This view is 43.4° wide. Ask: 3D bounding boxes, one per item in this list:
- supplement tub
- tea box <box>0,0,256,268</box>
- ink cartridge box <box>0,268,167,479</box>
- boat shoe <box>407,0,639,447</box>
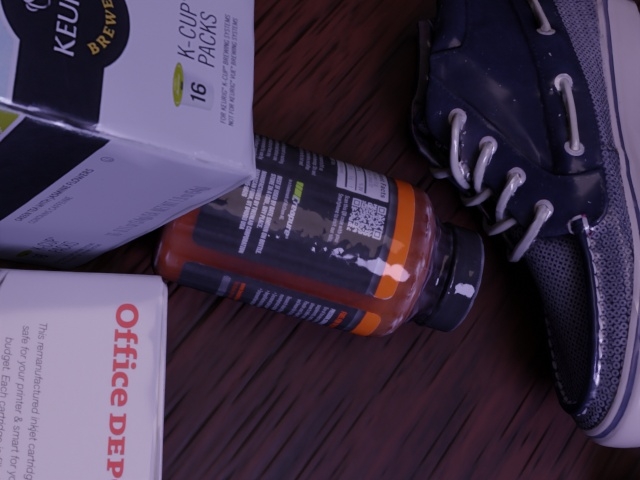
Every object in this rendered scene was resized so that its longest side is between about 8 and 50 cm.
[{"bbox_3d":[0.000,0.000,0.510,0.197,0.106,0.106,17,70,-10],"label":"supplement tub"},{"bbox_3d":[-0.215,-0.187,0.390,0.323,0.220,0.329,12,69,-37],"label":"tea box"},{"bbox_3d":[-0.191,0.094,0.440,0.203,0.086,0.148,4,72,-15],"label":"ink cartridge box"},{"bbox_3d":[0.139,-0.033,0.560,0.158,0.127,0.341,6,65,-7],"label":"boat shoe"}]
